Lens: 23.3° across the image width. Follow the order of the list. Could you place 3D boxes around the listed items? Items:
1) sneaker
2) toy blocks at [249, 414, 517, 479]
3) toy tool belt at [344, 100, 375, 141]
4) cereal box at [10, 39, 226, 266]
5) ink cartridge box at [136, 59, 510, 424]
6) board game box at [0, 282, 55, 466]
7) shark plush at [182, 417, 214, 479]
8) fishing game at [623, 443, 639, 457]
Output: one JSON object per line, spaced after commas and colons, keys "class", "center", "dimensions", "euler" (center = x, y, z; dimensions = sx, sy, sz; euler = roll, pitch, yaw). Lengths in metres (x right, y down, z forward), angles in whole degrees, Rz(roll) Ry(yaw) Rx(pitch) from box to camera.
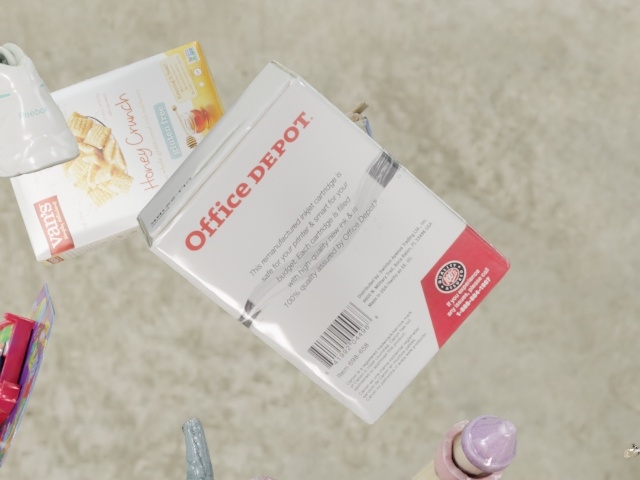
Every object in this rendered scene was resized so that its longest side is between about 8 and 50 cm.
{"class": "sneaker", "center": [-0.167, -0.075, 0.806], "dimensions": [0.054, 0.061, 0.152], "euler": [-22, 19, -24]}
{"class": "toy blocks", "center": [0.098, 0.318, 1.352], "dimensions": [0.289, 0.260, 0.309], "euler": [-12, 69, -26]}
{"class": "toy tool belt", "center": [0.039, -0.098, 1.556], "dimensions": [0.052, 0.083, 0.051], "euler": [30, 66, 35]}
{"class": "cereal box", "center": [-0.213, -0.092, 1.657], "dimensions": [0.240, 0.047, 0.173], "euler": [-21, 80, 1]}
{"class": "ink cartridge box", "center": [0.000, 0.000, 1.395], "dimensions": [0.273, 0.114, 0.197], "euler": [40, 92, -21]}
{"class": "board game box", "center": [-0.229, 0.096, 1.099], "dimensions": [0.033, 0.169, 0.133], "euler": [20, 96, -16]}
{"class": "shark plush", "center": [-0.049, 0.183, 0.894], "dimensions": [0.073, 0.067, 0.161], "euler": [17, 54, -35]}
{"class": "fishing game", "center": [0.349, 0.117, 1.192], "dimensions": [0.189, 0.264, 0.041], "euler": [-13, 78, -27]}
